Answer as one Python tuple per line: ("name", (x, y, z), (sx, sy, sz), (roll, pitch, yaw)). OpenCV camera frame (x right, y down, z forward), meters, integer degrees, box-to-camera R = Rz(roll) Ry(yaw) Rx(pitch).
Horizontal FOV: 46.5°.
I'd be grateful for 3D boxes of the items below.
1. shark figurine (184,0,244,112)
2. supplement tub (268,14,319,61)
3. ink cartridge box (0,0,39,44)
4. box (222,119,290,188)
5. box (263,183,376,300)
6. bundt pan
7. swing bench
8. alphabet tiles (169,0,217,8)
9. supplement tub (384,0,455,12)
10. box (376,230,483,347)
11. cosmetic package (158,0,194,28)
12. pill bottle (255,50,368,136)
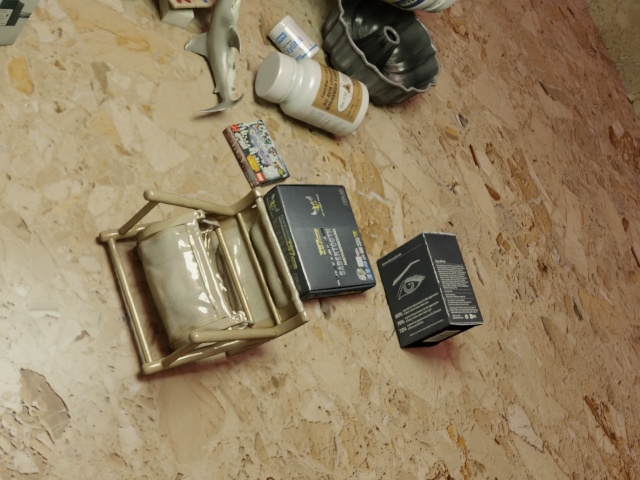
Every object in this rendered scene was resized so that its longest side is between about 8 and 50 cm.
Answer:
("shark figurine", (-0.221, -0.373, 1.532), (0.116, 0.166, 0.278), (2, 80, -12))
("supplement tub", (-0.061, -0.455, 1.713), (0.107, 0.071, 0.071), (45, 45, -9))
("ink cartridge box", (-0.525, -0.439, 1.210), (0.087, 0.208, 0.153), (-11, 73, -47))
("box", (-0.129, -0.177, 1.519), (0.094, 0.027, 0.137), (-21, 80, -44))
("box", (0.000, 0.000, 1.501), (0.183, 0.059, 0.232), (-3, 68, -40))
("bundt pan", (0.140, -0.477, 1.860), (0.331, 0.124, 0.330), (20, 54, -30))
("swing bench", (-0.188, 0.059, 1.238), (0.255, 0.165, 0.253), (-5, 68, -48))
("alphabet tiles", (-0.329, -0.616, 1.576), (0.285, 0.011, 0.342), (-21, 69, -45))
("supplement tub", (0.180, -0.686, 1.762), (0.325, 0.235, 0.235), (10, 60, -37))
("box", (0.227, 0.104, 1.566), (0.108, 0.153, 0.207), (4, 64, -39))
("cosmetic package", (-0.304, -0.506, 1.555), (0.060, 0.041, 0.115), (8, 61, -35))
("pill bottle", (-0.019, -0.323, 1.626), (0.229, 0.131, 0.131), (17, 56, -33))
